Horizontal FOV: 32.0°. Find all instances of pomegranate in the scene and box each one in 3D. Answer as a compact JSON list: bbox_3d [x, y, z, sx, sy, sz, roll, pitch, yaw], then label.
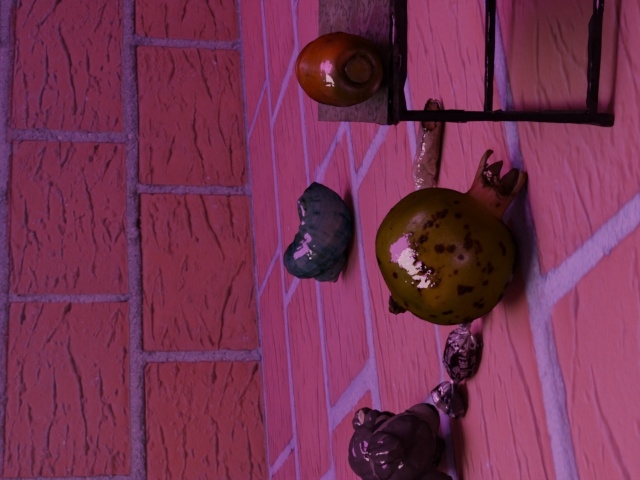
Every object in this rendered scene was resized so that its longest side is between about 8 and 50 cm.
[{"bbox_3d":[0.177,-0.006,1.522,0.198,0.198,0.246,149,133,-75],"label":"pomegranate"}]

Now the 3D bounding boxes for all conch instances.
[{"bbox_3d":[0.002,0.003,2.407,0.196,0.134,0.202,-47,-26,-40],"label":"conch"}]

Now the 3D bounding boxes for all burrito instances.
[{"bbox_3d":[0.176,-0.155,1.832,0.055,0.041,0.149,-86,1,-70],"label":"burrito"}]

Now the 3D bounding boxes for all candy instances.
[{"bbox_3d":[0.204,0.176,1.677,0.094,0.051,0.226,-100,16,-50],"label":"candy"}]

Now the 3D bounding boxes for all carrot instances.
[{"bbox_3d":[0.011,-0.192,1.257,0.193,0.087,0.087,-153,65,-73],"label":"carrot"}]

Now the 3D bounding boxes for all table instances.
[{"bbox_3d":[0.165,-0.252,1.371,0.335,0.272,0.222,-150,61,-75],"label":"table"}]

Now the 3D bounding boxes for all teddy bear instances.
[{"bbox_3d":[0.145,0.334,1.758,0.144,0.171,0.251,-52,7,-15],"label":"teddy bear"}]
